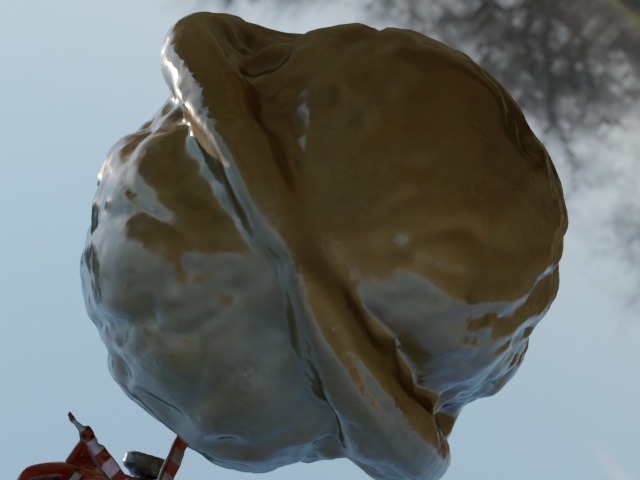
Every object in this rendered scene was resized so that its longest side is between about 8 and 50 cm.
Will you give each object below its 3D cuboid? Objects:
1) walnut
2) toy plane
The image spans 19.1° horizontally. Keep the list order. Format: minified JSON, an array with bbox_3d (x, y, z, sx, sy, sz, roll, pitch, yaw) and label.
[{"bbox_3d":[0.000,0.000,0.880,0.257,0.224,0.257,63,-175,-9],"label":"walnut"},{"bbox_3d":[-0.065,0.140,0.993,0.194,0.126,0.077,-4,-178,-32],"label":"toy plane"}]
